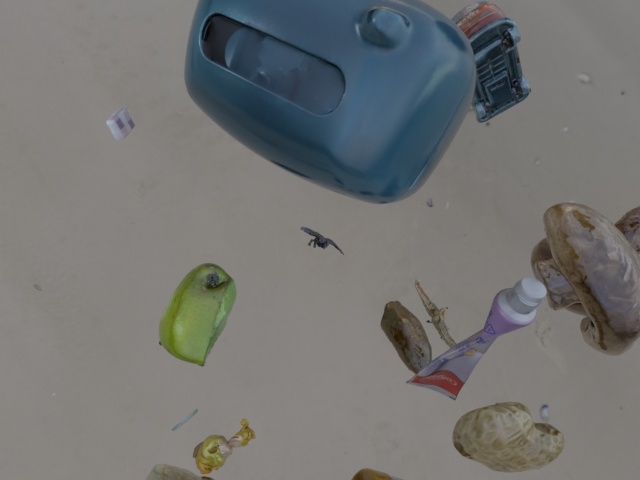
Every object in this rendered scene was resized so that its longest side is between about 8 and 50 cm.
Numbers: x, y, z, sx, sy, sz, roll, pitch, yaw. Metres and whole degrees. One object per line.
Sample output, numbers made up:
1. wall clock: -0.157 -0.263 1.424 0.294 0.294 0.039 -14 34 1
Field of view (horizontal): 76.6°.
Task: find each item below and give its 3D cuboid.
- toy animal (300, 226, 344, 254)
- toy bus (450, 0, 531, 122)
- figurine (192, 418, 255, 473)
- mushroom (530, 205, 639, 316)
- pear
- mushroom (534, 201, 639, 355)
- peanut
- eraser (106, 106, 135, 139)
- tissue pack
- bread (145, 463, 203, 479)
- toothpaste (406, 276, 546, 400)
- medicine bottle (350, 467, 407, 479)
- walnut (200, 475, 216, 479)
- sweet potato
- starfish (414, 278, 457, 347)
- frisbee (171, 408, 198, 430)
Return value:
1. toy animal: 0.000 0.000 1.491 0.220 0.108 0.062 29 79 -30
2. toy bus: 0.334 -0.361 0.822 0.121 0.265 0.119 -29 61 23
3. figurine: -0.375 0.798 1.568 0.247 0.156 0.131 -24 49 -9
4. mushroom: 0.728 0.044 1.045 0.346 0.345 0.259 -6 108 -11
5. pear: -0.441 0.235 1.484 0.239 0.342 0.317 18 99 -4
6. mushroom: 0.456 0.080 0.667 0.156 0.151 0.285 -22 105 26
7. peanut: 0.422 0.446 0.906 0.233 0.196 0.110 32 34 -6
8. eraser: -0.602 -0.354 1.224 0.026 0.065 0.105 -11 38 9
9. tissue pack: -0.002 -0.167 0.421 0.288 0.206 0.198 36 109 22
10. bread: -0.276 0.505 0.732 0.134 0.148 0.141 18 69 28
11. toothpaste: 0.200 0.144 0.538 0.075 0.300 0.048 -2 51 -13
12. medicine bottle: 0.197 0.760 1.071 0.232 0.238 0.237 23 77 -11
13. walnut: -0.410 0.881 1.417 0.105 0.124 0.105 -6 60 10
14. sweet potato: 0.359 0.400 1.635 0.158 0.157 0.369 -16 39 -12
15. starfish: 0.323 0.220 1.103 0.050 0.138 0.247 -35 115 -1
16. frisbee: -0.503 0.668 1.508 0.110 0.110 0.014 -37 81 -14
